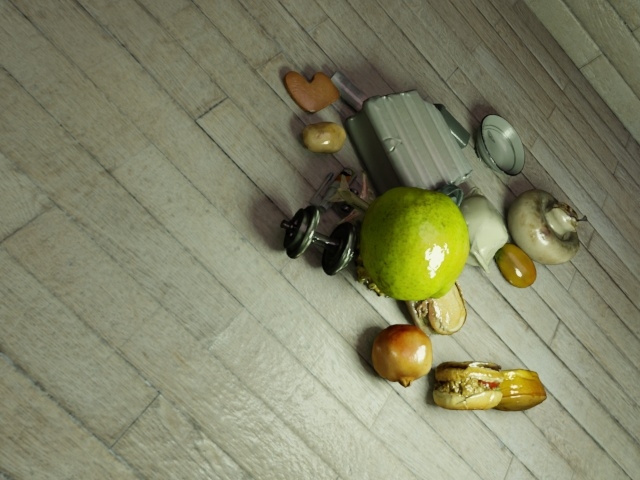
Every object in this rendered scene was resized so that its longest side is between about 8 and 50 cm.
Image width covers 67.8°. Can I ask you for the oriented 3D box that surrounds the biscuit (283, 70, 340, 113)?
[{"bbox_3d":[-0.034,-0.593,1.844,0.192,0.036,0.186,-36,92,-26],"label":"biscuit"}]

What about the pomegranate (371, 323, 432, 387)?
[{"bbox_3d":[0.278,0.374,1.588,0.209,0.209,0.209,11,67,-27],"label":"pomegranate"}]

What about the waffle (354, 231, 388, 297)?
[{"bbox_3d":[0.255,0.061,1.775,0.329,0.062,0.329,10,68,-26],"label":"waffle"}]

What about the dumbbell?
[{"bbox_3d":[0.000,0.000,1.570,0.290,0.192,0.192,23,62,-20],"label":"dumbbell"}]

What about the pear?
[{"bbox_3d":[0.300,0.022,1.562,0.391,0.391,0.391,11,67,-27],"label":"pear"}]

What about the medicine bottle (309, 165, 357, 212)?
[{"bbox_3d":[0.048,-0.193,1.754,0.092,0.061,0.220,29,57,10],"label":"medicine bottle"}]

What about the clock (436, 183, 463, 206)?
[{"bbox_3d":[0.450,-0.114,1.807,0.226,0.226,0.049,-25,54,-34],"label":"clock"}]

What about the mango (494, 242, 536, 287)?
[{"bbox_3d":[0.844,0.102,2.068,0.151,0.120,0.221,-24,80,-37],"label":"mango"}]

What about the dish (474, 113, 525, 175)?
[{"bbox_3d":[0.834,-0.437,2.271,0.316,0.106,0.316,11,68,-29],"label":"dish"}]

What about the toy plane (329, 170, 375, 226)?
[{"bbox_3d":[0.140,-0.129,1.735,0.244,0.092,0.229,35,76,-35],"label":"toy plane"}]

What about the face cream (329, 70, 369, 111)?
[{"bbox_3d":[0.119,-0.601,1.942,0.198,0.057,0.084,39,62,-15],"label":"face cream"}]

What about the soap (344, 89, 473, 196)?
[{"bbox_3d":[0.343,-0.361,1.890,0.350,0.213,0.435,-25,86,-31],"label":"soap"}]

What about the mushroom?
[{"bbox_3d":[1.019,-0.074,2.119,0.362,0.294,0.362,18,54,-27],"label":"mushroom"}]

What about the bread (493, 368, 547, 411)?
[{"bbox_3d":[0.722,0.563,1.780,0.270,0.195,0.142,20,56,-40],"label":"bread"}]

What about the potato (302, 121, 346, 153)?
[{"bbox_3d":[0.013,-0.380,1.767,0.178,0.109,0.118,-8,99,-27],"label":"potato"}]

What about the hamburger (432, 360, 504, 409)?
[{"bbox_3d":[0.515,0.510,1.668,0.244,0.244,0.163,12,66,-26],"label":"hamburger"}]

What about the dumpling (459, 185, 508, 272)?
[{"bbox_3d":[0.657,-0.028,1.992,0.315,0.233,0.395,55,33,-41],"label":"dumpling"}]

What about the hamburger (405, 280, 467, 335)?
[{"bbox_3d":[0.433,0.229,1.755,0.286,0.146,0.243,32,63,-30],"label":"hamburger"}]

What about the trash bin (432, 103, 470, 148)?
[{"bbox_3d":[0.504,-0.473,2.050,0.236,0.177,0.101,37,57,-18],"label":"trash bin"}]
